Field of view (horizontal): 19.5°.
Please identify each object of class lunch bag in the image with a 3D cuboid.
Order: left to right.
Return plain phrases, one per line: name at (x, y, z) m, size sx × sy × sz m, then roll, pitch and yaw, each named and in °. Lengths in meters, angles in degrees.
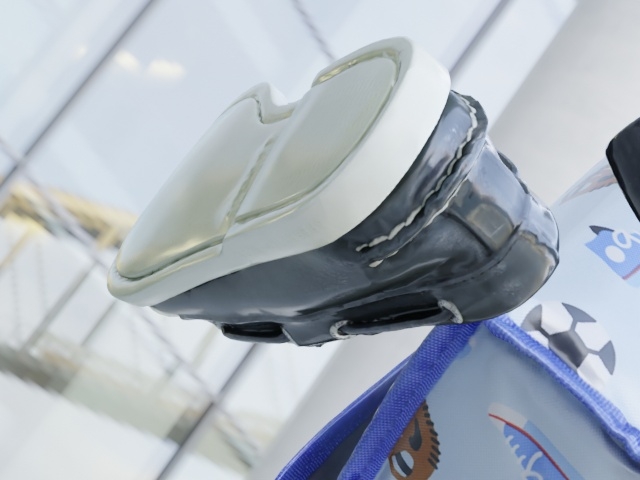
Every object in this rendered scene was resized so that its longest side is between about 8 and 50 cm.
lunch bag at (0.144, 0.126, 1.034) m, size 0.239 × 0.328 × 0.385 m, roll 41°, pitch -43°, yaw 13°

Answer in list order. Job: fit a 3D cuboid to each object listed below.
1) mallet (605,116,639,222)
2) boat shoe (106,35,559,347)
mallet at (0.138, 0.009, 0.663) m, size 0.062 × 0.039 × 0.189 m, roll 62°, pitch 4°, yaw 23°
boat shoe at (0.002, -0.004, 0.823) m, size 0.113 × 0.127 × 0.340 m, roll 36°, pitch -20°, yaw -15°
